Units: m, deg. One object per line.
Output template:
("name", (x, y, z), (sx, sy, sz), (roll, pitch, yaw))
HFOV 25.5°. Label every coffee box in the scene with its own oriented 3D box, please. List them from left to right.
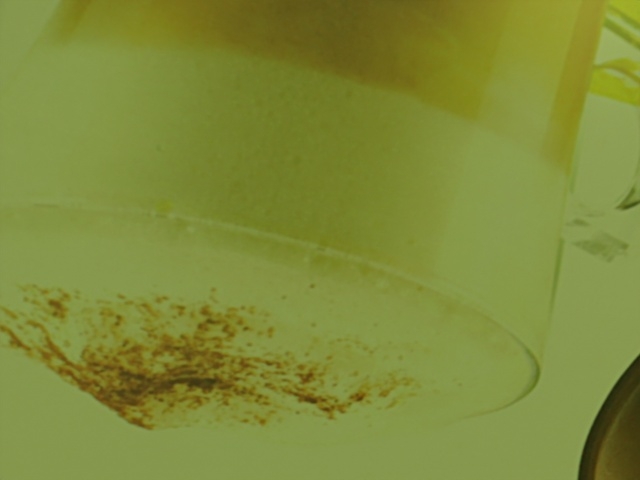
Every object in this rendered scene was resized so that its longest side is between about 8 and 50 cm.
("coffee box", (0.065, -0.106, 0.478), (0.338, 0.338, 0.334), (13, 117, -16))
